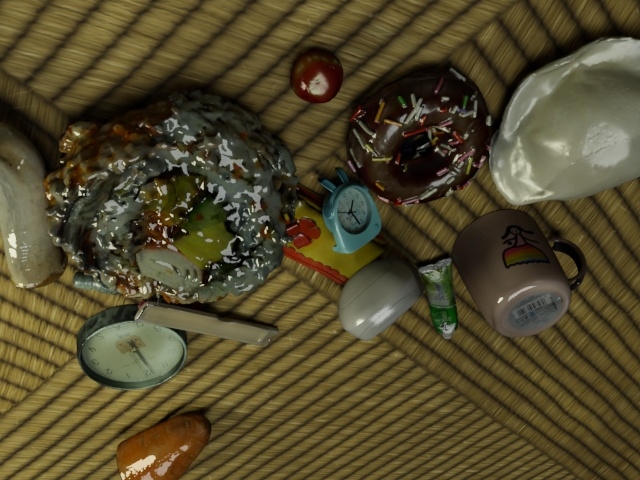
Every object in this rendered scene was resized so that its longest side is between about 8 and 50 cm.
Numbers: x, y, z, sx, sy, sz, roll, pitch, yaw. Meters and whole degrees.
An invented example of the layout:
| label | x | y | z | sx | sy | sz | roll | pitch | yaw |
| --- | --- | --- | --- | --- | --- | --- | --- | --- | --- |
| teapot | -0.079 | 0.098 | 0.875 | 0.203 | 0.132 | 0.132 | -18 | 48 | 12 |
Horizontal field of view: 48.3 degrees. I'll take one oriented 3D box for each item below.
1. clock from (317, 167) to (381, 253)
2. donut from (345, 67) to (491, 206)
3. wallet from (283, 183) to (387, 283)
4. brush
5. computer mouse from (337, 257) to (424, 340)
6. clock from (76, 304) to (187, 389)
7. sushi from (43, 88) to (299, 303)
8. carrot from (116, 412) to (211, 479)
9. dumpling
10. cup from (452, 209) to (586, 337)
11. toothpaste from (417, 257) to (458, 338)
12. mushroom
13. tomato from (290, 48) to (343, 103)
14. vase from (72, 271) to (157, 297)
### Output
| label | x | y | z | sx | sy | sz | roll | pitch | yaw |
| --- | --- | --- | --- | --- | --- | --- | --- | --- | --- |
| clock | 0.048 | -0.058 | 1.291 | 0.108 | 0.045 | 0.147 | -34 | 111 | -34 |
| donut | 0.174 | -0.169 | 1.232 | 0.269 | 0.103 | 0.270 | -9 | 132 | -10 |
| wallet | 0.000 | 0.000 | 1.362 | 0.241 | 0.067 | 0.141 | 28 | 121 | -34 |
| brush | -0.228 | 0.164 | 1.468 | 0.321 | 0.050 | 0.060 | 19 | 121 | -38 |
| computer mouse | 0.110 | 0.108 | 1.404 | 0.184 | 0.297 | 0.121 | -44 | 85 | 9 |
| clock | -0.388 | 0.226 | 1.474 | 0.226 | 0.049 | 0.226 | -7 | 131 | -8 |
| sushi | -0.229 | -0.051 | 1.175 | 0.417 | 0.176 | 0.418 | -6 | 130 | -7 |
| carrot | -0.350 | 0.486 | 1.668 | 0.225 | 0.159 | 0.159 | -35 | 131 | 2 |
| dumpling | 0.460 | -0.207 | 1.241 | 0.341 | 0.181 | 0.260 | -10 | 117 | 40 |
| cup | 0.419 | 0.069 | 1.441 | 0.252 | 0.200 | 0.192 | -8 | 132 | -8 |
| toothpaste | 0.266 | 0.133 | 1.567 | 0.078 | 0.047 | 0.248 | -17 | 131 | 1 |
| mushroom | -0.481 | -0.053 | 1.147 | 0.095 | 0.123 | 0.351 | 17 | 140 | 12 |
| tomato | -0.004 | -0.256 | 1.124 | 0.087 | 0.075 | 0.087 | -6 | 129 | -7 |
| vase | -0.355 | 0.078 | 1.342 | 0.211 | 0.060 | 0.060 | 2 | 130 | -15 |
